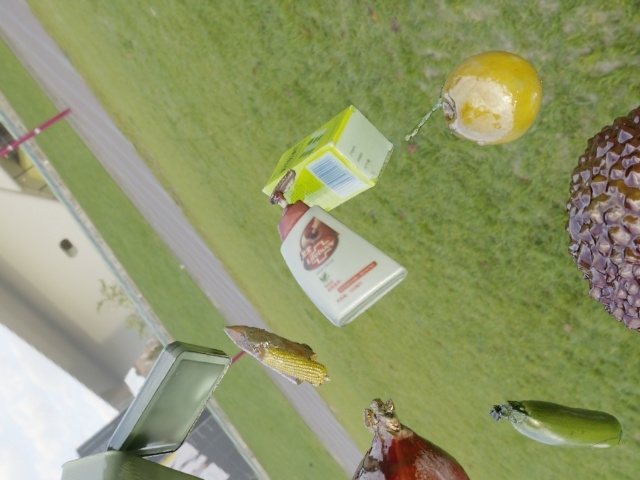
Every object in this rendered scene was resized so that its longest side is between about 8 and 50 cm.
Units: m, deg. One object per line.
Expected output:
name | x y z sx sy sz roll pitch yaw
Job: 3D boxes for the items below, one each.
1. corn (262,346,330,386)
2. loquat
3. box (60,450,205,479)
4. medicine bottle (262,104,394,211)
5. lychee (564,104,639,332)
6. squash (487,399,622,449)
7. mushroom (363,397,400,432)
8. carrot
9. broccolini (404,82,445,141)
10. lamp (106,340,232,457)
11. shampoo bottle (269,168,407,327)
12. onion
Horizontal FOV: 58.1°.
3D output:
corn | -0.027 0.147 0.667 0.083 0.028 0.027 22 171 -7
loquat | 0.417 -0.342 1.393 0.244 0.244 0.244 45 164 17
box | -0.370 0.632 1.128 0.352 0.177 0.344 51 -156 -50
medicine bottle | 0.013 -0.153 1.228 0.141 0.137 0.250 39 141 -22
lychee | 0.194 -0.010 0.309 0.123 0.129 0.123 20 147 14
squash | 0.472 0.361 1.129 0.331 0.087 0.087 17 177 -22
mushroom | 0.102 0.288 0.954 0.187 0.060 0.062 83 174 -70
carrot | -0.137 0.276 1.467 0.262 0.102 0.102 22 154 20
broccolini | 0.374 -0.427 1.915 0.071 0.254 0.057 37 -163 -3
lamp | -0.326 0.358 1.284 0.047 0.267 0.269 27 173 21
shampoo bottle | 0.000 0.000 0.988 0.284 0.153 0.071 50 -179 22
onion | 0.095 0.283 0.640 0.159 0.159 0.195 178 75 -70
